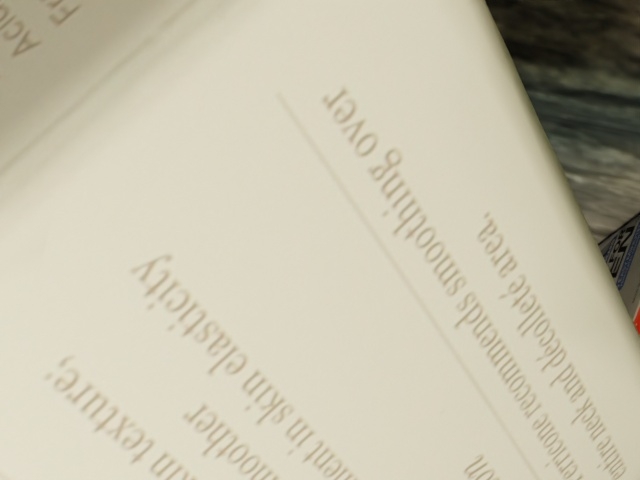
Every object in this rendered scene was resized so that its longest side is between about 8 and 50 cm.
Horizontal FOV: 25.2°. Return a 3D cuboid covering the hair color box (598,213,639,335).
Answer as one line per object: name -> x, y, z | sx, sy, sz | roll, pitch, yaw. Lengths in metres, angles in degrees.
hair color box -> 0.159, 0.047, 0.761 | 0.053, 0.093, 0.167 | 26, 155, -4

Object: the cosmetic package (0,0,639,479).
cosmetic package -> -0.145, 0.041, 0.520 | 0.327, 0.393, 0.329 | 43, 172, 40
